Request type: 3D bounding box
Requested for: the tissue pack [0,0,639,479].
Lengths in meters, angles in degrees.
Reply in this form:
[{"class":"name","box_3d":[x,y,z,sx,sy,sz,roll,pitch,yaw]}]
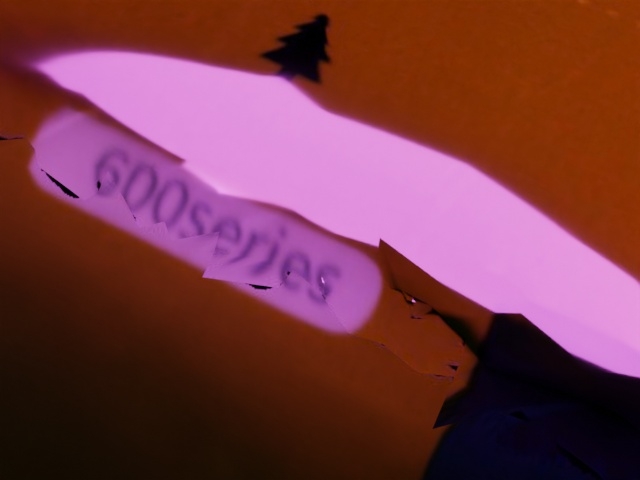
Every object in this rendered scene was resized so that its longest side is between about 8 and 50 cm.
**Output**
[{"class":"tissue pack","box_3d":[0.000,0.000,0.473,0.264,0.416,0.253,-58,-11,-40]}]
